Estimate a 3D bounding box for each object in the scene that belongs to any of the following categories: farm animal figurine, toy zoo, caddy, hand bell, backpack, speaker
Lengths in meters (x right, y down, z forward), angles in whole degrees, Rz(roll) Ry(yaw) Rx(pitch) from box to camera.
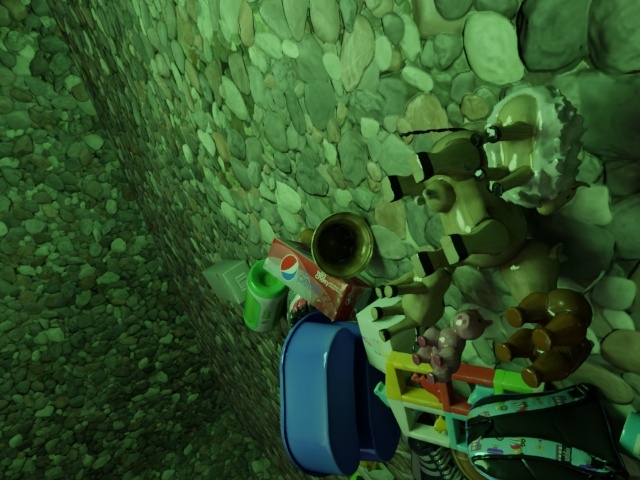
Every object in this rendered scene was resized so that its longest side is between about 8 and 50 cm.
[{"bbox_3d":[0.192,0.013,0.528,0.330,0.172,0.327,2,106,67],"label":"farm animal figurine"},{"bbox_3d":[0.227,0.287,0.742,0.293,0.030,0.192,2,120,32],"label":"toy zoo"},{"bbox_3d":[0.033,0.321,0.915,0.179,0.241,0.342,-14,74,45],"label":"caddy"},{"bbox_3d":[0.000,0.000,0.902,0.126,0.126,0.242,67,163,-13],"label":"hand bell"},{"bbox_3d":[0.286,0.279,0.564,0.173,0.158,0.117,-10,115,21],"label":"backpack"},{"bbox_3d":[-0.166,0.175,1.292,0.131,0.131,0.297,49,151,19],"label":"speaker"}]

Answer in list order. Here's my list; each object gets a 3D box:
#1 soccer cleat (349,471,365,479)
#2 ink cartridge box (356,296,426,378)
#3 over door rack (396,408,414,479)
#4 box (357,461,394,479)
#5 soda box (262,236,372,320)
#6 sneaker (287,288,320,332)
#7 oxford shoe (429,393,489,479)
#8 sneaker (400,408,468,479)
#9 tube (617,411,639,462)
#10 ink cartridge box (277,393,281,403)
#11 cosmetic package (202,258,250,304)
[{"bbox_3d":[0.172,0.850,1.440,0.179,0.072,0.060,27,138,46],"label":"soccer cleat"},{"bbox_3d":[0.140,0.176,0.827,0.090,0.092,0.143,18,130,52],"label":"ink cartridge box"},{"bbox_3d":[0.121,0.446,1.124,0.324,0.108,0.240,18,133,32],"label":"over door rack"},{"bbox_3d":[0.091,0.627,1.324,0.324,0.063,0.067,47,150,6],"label":"box"},{"bbox_3d":[-0.013,0.081,0.960,0.263,0.092,0.084,30,102,42],"label":"soda box"},{"bbox_3d":[-0.030,0.212,1.141,0.299,0.120,0.112,94,166,-48],"label":"sneaker"},{"bbox_3d":[0.291,0.385,0.806,0.212,0.076,0.076,55,141,8],"label":"oxford shoe"},{"bbox_3d":[0.260,0.460,0.894,0.153,0.099,0.282,30,145,47],"label":"sneaker"},{"bbox_3d":[0.445,0.259,0.460,0.207,0.052,0.080,20,138,44],"label":"tube"},{"bbox_3d":[-0.042,0.570,1.476,0.209,0.062,0.109,-3,113,41],"label":"ink cartridge box"},{"bbox_3d":[-0.322,0.142,1.540,0.238,0.107,0.127,-7,113,57],"label":"cosmetic package"}]
